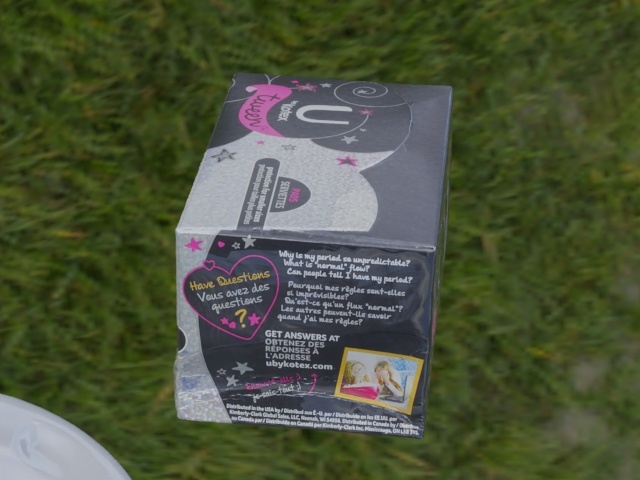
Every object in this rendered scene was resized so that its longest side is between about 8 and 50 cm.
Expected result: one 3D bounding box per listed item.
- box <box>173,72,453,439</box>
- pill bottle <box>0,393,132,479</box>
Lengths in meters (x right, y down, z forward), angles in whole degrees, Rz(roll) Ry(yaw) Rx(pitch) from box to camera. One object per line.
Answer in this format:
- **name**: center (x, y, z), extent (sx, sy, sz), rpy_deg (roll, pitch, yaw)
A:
- **box**: center (0.000, 0.000, 1.238), extent (0.163, 0.247, 0.142), rpy_deg (4, 117, 5)
- **pill bottle**: center (-0.140, 0.145, 0.612), extent (0.119, 0.208, 0.119), rpy_deg (17, 50, -21)
